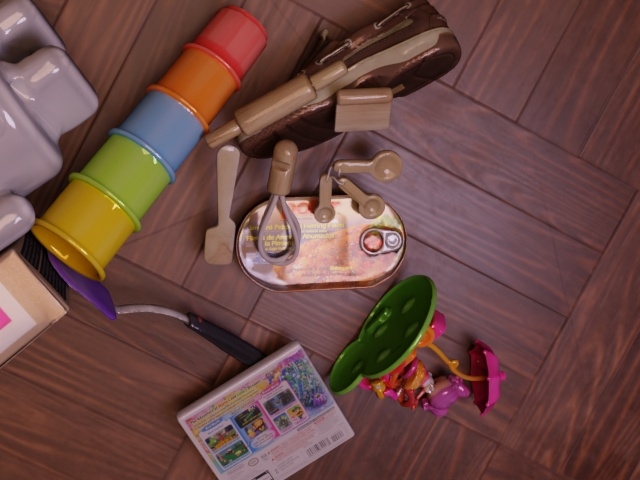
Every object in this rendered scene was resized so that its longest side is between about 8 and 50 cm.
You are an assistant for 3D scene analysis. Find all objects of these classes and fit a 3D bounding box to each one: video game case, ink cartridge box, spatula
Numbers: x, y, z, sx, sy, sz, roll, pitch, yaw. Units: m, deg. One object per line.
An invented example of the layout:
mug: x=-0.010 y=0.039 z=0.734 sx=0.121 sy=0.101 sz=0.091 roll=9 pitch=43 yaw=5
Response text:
video game case: x=-0.060 y=0.204 z=1.613 sx=0.157 sy=0.019 sz=0.143 roll=-31 pitch=118 yaw=-3
ink cartridge box: x=-0.370 y=0.093 z=1.472 sx=0.234 sy=0.193 sz=0.088 roll=-39 pitch=103 yaw=-2
spatula: x=-0.166 y=0.082 z=1.554 sx=0.296 sy=0.084 sz=0.030 roll=26 pitch=105 yaw=-25

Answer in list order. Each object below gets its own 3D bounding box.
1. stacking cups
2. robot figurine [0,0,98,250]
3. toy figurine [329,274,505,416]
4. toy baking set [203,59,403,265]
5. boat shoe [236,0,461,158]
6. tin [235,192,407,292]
stacking cups: x=-0.165 y=-0.105 z=1.494 sx=0.096 sy=0.096 sz=0.316 roll=42 pitch=69 yaw=-13
robot figurine: x=-0.399 y=-0.093 z=1.433 sx=0.353 sy=0.200 sz=0.300 roll=-35 pitch=64 yaw=-3
toy figurine: x=0.124 y=0.148 z=1.615 sx=0.159 sy=0.130 sz=0.173 roll=35 pitch=114 yaw=-22
toy baking set: x=-0.027 y=-0.070 z=1.515 sx=0.256 sy=0.030 sz=0.197 roll=-25 pitch=122 yaw=2
boat shoe: x=0.019 y=-0.178 z=1.557 sx=0.257 sy=0.095 sz=0.095 roll=-25 pitch=69 yaw=2
tin: x=0.000 y=0.000 z=1.598 sx=0.189 sy=0.040 sz=0.106 roll=-2 pitch=103 yaw=-8
